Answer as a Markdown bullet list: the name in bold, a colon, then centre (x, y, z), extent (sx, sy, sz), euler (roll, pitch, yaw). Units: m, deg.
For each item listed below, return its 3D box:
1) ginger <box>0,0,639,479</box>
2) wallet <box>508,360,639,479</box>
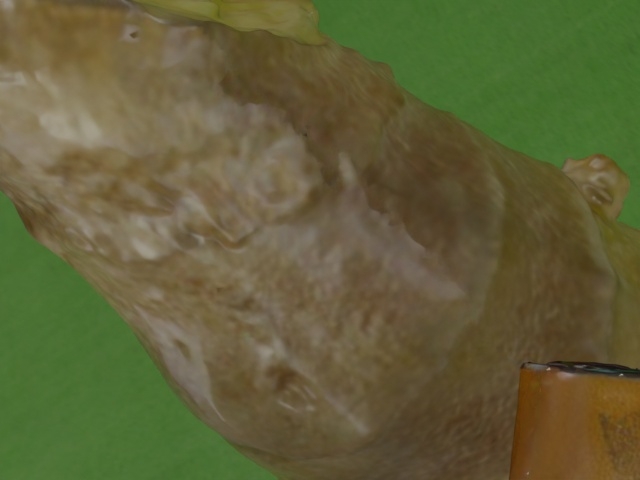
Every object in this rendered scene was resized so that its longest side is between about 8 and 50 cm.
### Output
- **ginger**: centre (0.000, 0.000, 0.481), extent (0.190, 0.354, 0.126), euler (-52, 20, 0)
- **wallet**: centre (0.140, 0.111, 0.328), extent (0.196, 0.042, 0.160), euler (5, 82, 8)
